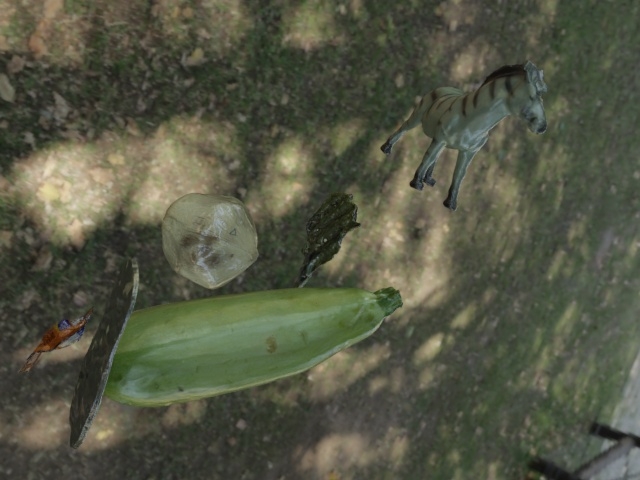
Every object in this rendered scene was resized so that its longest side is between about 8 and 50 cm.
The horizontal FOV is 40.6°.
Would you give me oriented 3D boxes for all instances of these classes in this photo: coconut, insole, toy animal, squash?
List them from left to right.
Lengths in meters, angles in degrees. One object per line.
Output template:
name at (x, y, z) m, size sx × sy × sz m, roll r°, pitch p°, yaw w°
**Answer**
insole at (-0.217, 0.117, 0.860) m, size 0.011 × 0.081 × 0.248 m, roll 10°, pitch 128°, yaw -26°
coconut at (-0.234, -0.003, 1.895) m, size 0.224 × 0.224 × 0.224 m, roll -25°, pitch 126°, yaw -41°
squash at (-0.082, 0.115, 1.007) m, size 0.371 × 0.118 × 0.118 m, roll -10°, pitch 118°, yaw -17°
toy animal at (0.156, -0.133, 0.964) m, size 0.073 × 0.217 × 0.176 m, roll 26°, pitch 102°, yaw -22°

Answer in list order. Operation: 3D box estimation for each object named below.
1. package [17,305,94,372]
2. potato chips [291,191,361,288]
package at (-0.327, 0.122, 1.070) m, size 0.111 × 0.077 × 0.033 m, roll -36°, pitch 114°, yaw 1°
potato chips at (0.001, 0.000, 1.266) m, size 0.028 × 0.092 × 0.207 m, roll 8°, pitch 145°, yaw -25°
